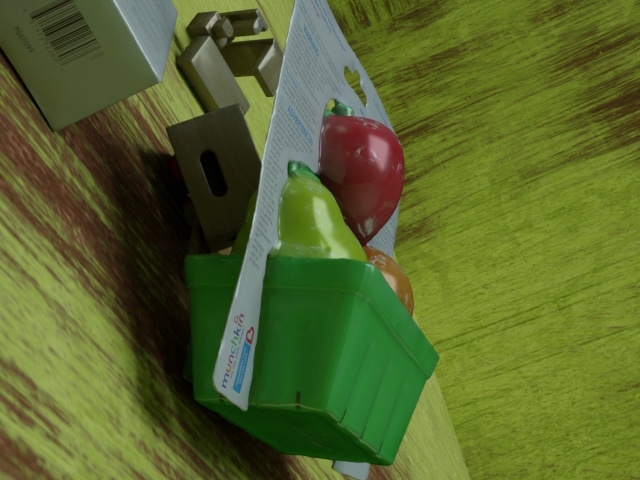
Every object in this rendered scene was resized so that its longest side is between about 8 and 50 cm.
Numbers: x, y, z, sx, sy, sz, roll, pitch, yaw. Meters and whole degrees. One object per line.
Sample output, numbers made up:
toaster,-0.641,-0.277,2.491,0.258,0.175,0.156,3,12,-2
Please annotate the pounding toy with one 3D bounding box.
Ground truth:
pounding toy,-0.099,-0.038,0.919,0.130,0.100,0.141,115,-45,-82

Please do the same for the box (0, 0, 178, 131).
box,-0.182,-0.184,0.740,0.170,0.091,0.130,-97,161,-61

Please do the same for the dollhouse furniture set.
dollhouse furniture set,-0.146,-0.223,1.276,0.151,0.123,0.144,-62,139,-32

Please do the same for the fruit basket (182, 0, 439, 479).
fruit basket,0.000,0.000,0.834,0.327,0.165,0.353,51,38,-60
